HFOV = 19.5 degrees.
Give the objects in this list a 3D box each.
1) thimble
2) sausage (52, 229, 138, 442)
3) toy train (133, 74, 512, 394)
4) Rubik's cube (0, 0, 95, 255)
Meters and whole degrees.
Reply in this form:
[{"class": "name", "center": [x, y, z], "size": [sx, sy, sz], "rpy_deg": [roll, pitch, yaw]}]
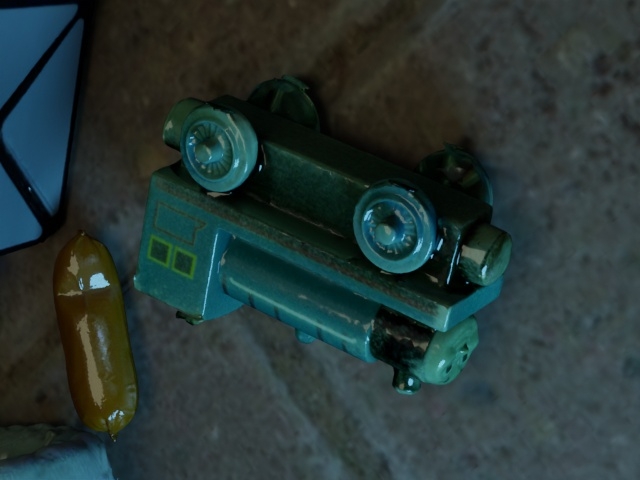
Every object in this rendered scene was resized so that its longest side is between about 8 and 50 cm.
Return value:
[{"class": "thimble", "center": [-0.284, 0.242, 1.577], "size": [0.237, 0.237, 0.150], "rpy_deg": [-6, 97, 31]}, {"class": "sausage", "center": [-0.192, 0.082, 1.588], "size": [0.062, 0.054, 0.183], "rpy_deg": [-12, 90, 0]}, {"class": "toy train", "center": [0.000, 0.000, 1.428], "size": [0.298, 0.120, 0.194], "rpy_deg": [24, 117, 25]}, {"class": "Rubik's cube", "center": [-0.364, -0.124, 1.542], "size": [0.246, 0.248, 0.250], "rpy_deg": [21, 109, 26]}]
